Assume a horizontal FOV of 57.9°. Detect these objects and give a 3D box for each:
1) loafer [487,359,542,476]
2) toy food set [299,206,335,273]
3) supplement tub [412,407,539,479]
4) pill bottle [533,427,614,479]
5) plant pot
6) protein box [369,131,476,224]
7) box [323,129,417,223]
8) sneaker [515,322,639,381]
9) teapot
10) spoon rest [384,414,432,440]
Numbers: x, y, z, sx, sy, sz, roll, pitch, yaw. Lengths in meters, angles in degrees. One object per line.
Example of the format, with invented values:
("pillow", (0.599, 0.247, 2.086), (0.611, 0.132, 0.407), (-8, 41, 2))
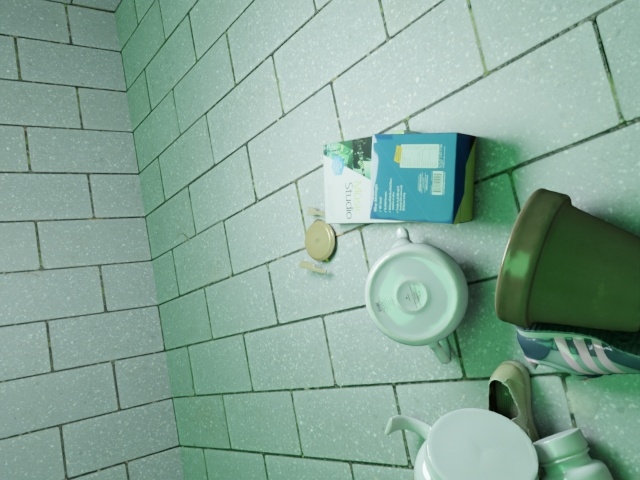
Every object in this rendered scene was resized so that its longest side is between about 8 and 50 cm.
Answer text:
("loafer", (0.403, 0.396, 1.241), (0.102, 0.092, 0.268), (-14, 82, 51))
("toy food set", (0.000, 0.000, 1.763), (0.133, 0.039, 0.191), (15, 100, 42))
("supplement tub", (0.303, 0.528, 1.166), (0.241, 0.241, 0.331), (37, 139, 43))
("pill bottle", (0.498, 0.486, 1.099), (0.131, 0.131, 0.229), (-42, 61, 45))
("plant pot", (0.470, 0.057, 1.039), (0.230, 0.263, 0.262), (18, 108, 30))
("protein box", (0.234, -0.143, 1.326), (0.201, 0.136, 0.199), (5, 98, 32))
("box", (0.129, -0.161, 1.562), (0.322, 0.059, 0.232), (0, 93, 50))
("sneaker", (0.528, 0.211, 1.084), (0.319, 0.112, 0.131), (8, 124, 48))
("teapot", (0.235, 0.128, 1.365), (0.253, 0.187, 0.255), (25, 97, 19))
("spoon rest", (0.293, 0.520, 1.418), (0.276, 0.084, 0.137), (31, 119, 31))
